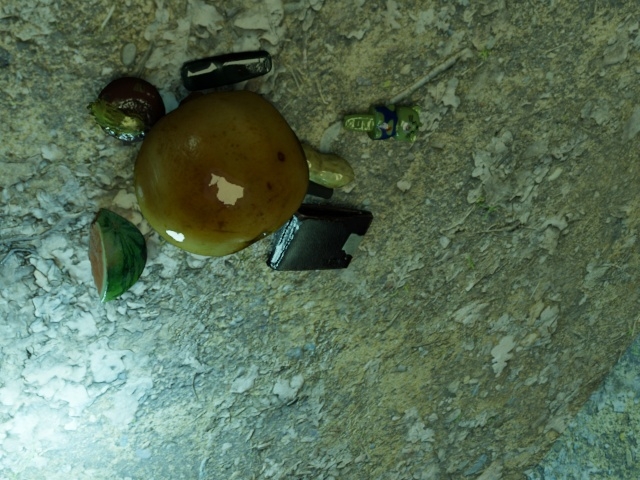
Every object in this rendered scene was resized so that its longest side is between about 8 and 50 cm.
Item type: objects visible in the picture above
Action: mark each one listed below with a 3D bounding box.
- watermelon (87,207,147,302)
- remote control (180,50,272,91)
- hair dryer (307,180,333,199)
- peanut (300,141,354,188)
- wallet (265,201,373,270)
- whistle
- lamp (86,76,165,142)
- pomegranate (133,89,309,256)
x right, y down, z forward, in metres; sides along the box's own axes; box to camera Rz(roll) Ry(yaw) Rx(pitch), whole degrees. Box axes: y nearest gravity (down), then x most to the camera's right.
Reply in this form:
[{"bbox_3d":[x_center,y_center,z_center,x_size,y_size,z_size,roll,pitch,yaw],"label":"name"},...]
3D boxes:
[{"bbox_3d":[-0.509,0.038,1.890,0.146,0.128,0.231,-8,122,-36],"label":"watermelon"},{"bbox_3d":[-0.222,-0.407,1.742,0.222,0.042,0.072,-14,122,-11],"label":"remote control"},{"bbox_3d":[-0.076,-0.091,1.994,0.173,0.050,0.195,13,120,-25],"label":"hair dryer"},{"bbox_3d":[-0.018,-0.197,1.909,0.229,0.103,0.098,14,126,-24],"label":"peanut"},{"bbox_3d":[0.000,0.000,2.038,0.262,0.071,0.221,2,131,-29],"label":"wallet"},{"bbox_3d":[0.169,-0.309,1.917,0.227,0.085,0.105,-2,117,-19],"label":"whistle"},{"bbox_3d":[-0.436,-0.294,1.680,0.157,0.135,0.156,-42,126,5],"label":"lamp"},{"bbox_3d":[-0.229,-0.165,1.696,0.417,0.416,0.416,-9,123,-14],"label":"pomegranate"}]
